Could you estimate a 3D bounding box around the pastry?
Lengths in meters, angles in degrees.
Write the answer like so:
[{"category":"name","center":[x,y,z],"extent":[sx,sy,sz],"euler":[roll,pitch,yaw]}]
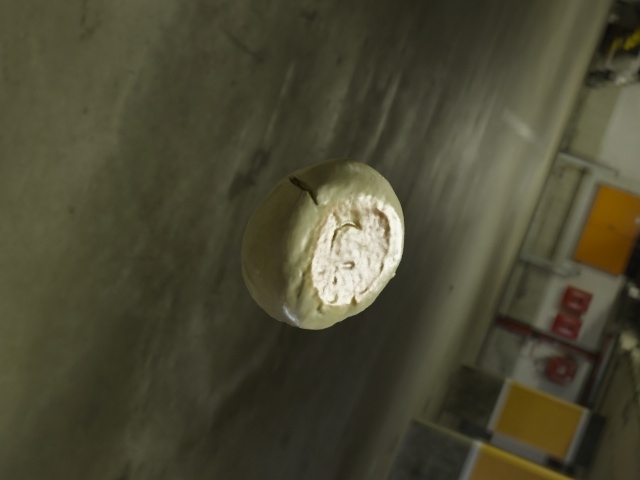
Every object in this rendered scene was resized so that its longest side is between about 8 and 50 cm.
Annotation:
[{"category":"pastry","center":[0.000,0.000,1.094],"extent":[0.156,0.092,0.156],"euler":[-23,124,-39]}]
